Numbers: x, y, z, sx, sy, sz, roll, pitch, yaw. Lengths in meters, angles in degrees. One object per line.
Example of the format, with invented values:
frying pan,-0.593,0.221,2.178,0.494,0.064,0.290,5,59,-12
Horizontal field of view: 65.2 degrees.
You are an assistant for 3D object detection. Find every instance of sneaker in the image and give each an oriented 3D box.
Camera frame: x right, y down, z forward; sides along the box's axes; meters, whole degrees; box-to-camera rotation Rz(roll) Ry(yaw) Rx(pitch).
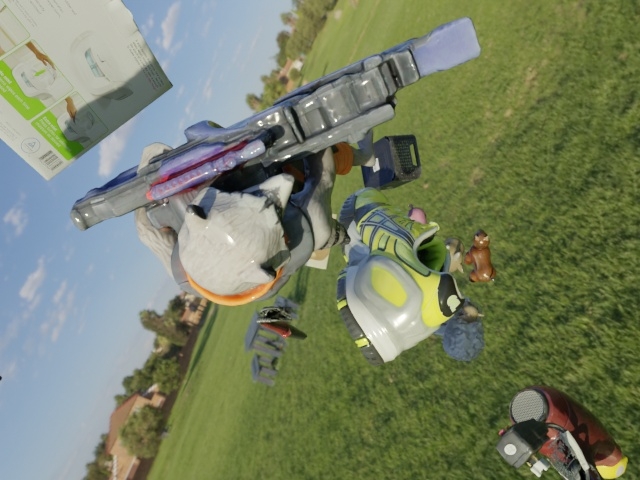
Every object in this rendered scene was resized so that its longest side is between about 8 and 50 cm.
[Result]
sneaker,0.116,0.025,0.742,0.147,0.145,0.384,-25,28,15

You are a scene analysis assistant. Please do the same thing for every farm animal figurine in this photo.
farm animal figurine,0.222,0.062,1.086,0.172,0.331,0.326,84,-156,-72

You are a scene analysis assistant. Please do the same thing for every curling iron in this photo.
curling iron,-0.068,0.184,1.051,0.274,0.068,0.035,63,-158,-65

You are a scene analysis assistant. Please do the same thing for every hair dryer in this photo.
hair dryer,0.294,0.276,0.573,0.080,0.223,0.294,-38,-18,32

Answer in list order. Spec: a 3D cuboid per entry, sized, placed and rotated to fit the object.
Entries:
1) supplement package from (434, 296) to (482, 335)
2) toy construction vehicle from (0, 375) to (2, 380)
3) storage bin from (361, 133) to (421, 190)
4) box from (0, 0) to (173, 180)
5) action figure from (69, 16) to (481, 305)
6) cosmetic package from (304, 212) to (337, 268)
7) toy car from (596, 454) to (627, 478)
supplement package,0.345,0.203,1.294,0.179,0.105,0.105,28,-109,-59
toy construction vehicle,-0.749,0.332,1.103,0.035,0.098,0.085,94,173,-55
storage bin,0.189,-0.211,1.380,0.180,0.085,0.121,164,97,-67
box,-0.362,-0.251,0.644,0.231,0.127,0.262,-43,-31,-12
action figure,-0.010,-0.043,0.448,0.342,0.178,0.330,-20,10,19
cosmetic package,0.000,0.000,1.024,0.060,0.041,0.115,150,131,-82
toy car,0.651,0.496,0.989,0.053,0.224,0.239,-29,1,-40
